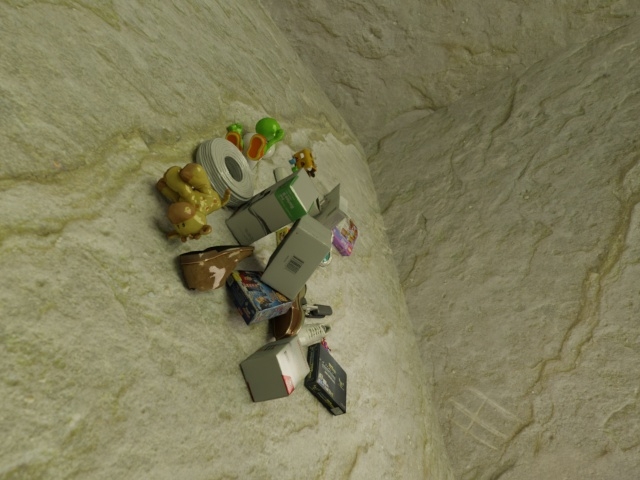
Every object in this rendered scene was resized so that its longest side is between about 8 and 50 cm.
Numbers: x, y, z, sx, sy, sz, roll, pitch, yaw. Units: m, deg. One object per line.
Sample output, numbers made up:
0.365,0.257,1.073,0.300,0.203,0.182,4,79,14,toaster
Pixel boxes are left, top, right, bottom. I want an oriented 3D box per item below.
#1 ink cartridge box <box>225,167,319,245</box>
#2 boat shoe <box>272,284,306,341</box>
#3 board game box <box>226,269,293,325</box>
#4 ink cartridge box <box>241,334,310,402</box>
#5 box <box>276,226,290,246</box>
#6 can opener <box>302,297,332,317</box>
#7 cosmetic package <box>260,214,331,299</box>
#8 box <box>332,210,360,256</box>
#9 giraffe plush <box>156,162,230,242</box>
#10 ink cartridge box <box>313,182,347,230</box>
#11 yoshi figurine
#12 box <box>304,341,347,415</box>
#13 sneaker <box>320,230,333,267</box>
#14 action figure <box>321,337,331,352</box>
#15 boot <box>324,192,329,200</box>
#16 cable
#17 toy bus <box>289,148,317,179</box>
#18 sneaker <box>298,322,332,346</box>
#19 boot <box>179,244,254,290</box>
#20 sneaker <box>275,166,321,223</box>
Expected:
-0.170,-0.119,1.487,0.122,0.289,0.211,57,23,-17,ink cartridge box
-0.133,0.229,1.490,0.120,0.122,0.324,49,20,-24,boat shoe
-0.191,0.182,1.337,0.194,0.060,0.194,11,31,-49,board game box
-0.133,0.391,1.276,0.176,0.127,0.128,-18,89,-69,ink cartridge box
-0.131,0.063,1.721,0.087,0.058,0.233,42,32,-48,box
-0.033,0.278,1.724,0.280,0.074,0.093,30,41,-59,can opener
-0.077,0.046,1.428,0.138,0.224,0.225,34,15,-9,cosmetic package
0.115,-0.075,2.372,0.293,0.057,0.201,52,50,-37,box
-0.365,-0.085,1.155,0.210,0.181,0.171,34,47,-28,giraffe plush
0.020,-0.117,1.975,0.060,0.275,0.239,37,32,-20,ink cartridge box
-0.260,-0.434,1.730,0.204,0.202,0.362,55,16,-8,yoshi figurine
0.026,0.543,1.622,0.233,0.059,0.184,55,22,-29,box
0.000,0.000,2.063,0.110,0.107,0.276,37,36,-39,sneaker
0.027,0.465,1.751,0.038,0.030,0.115,22,47,-56,action figure
0.078,-0.208,2.502,0.165,0.077,0.213,63,20,-8,boot
-0.337,-0.247,1.482,0.257,0.089,0.258,13,57,-65,cable
-0.071,-0.401,2.281,0.202,0.104,0.191,56,24,-27,toy bus
-0.039,0.356,1.603,0.235,0.094,0.090,5,66,-66,sneaker
-0.303,0.074,1.256,0.305,0.112,0.115,-19,104,-64,boot
-0.094,-0.239,1.971,0.293,0.169,0.108,66,22,0,sneaker
